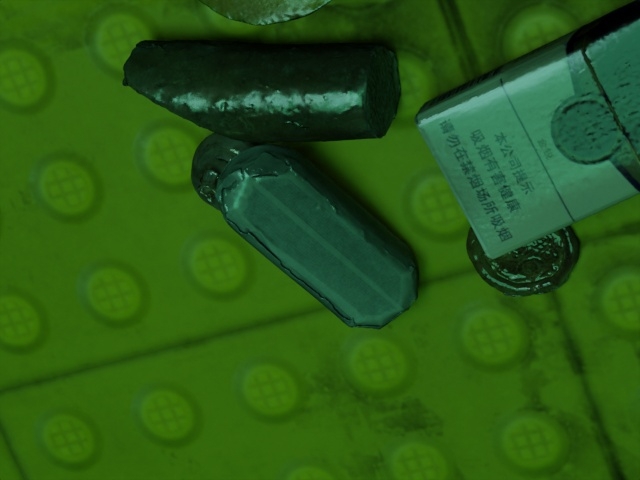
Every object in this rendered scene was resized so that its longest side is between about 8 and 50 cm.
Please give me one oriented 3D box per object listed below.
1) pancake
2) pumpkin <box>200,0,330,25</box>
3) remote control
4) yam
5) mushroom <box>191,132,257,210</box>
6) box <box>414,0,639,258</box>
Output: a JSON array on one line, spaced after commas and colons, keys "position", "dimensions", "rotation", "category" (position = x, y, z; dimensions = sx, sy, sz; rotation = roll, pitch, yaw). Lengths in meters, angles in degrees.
[{"position": [0.203, 0.009, 1.844], "dimensions": [0.115, 0.011, 0.115], "rotation": [7, 116, 14], "category": "pancake"}, {"position": [-0.034, -0.310, 1.715], "dimensions": [0.217, 0.110, 0.217], "rotation": [3, 96, 24], "category": "pumpkin"}, {"position": [0.000, 0.000, 1.841], "dimensions": [0.247, 0.052, 0.104], "rotation": [39, 107, -23], "category": "remote control"}, {"position": [-0.058, -0.148, 1.797], "dimensions": [0.259, 0.106, 0.106], "rotation": [2, 113, 15], "category": "yam"}, {"position": [-0.099, -0.066, 1.854], "dimensions": [0.085, 0.079, 0.085], "rotation": [10, 111, 27], "category": "mushroom"}, {"position": [0.240, -0.107, 1.743], "dimensions": [0.259, 0.071, 0.168], "rotation": [-25, 102, 22], "category": "box"}]
